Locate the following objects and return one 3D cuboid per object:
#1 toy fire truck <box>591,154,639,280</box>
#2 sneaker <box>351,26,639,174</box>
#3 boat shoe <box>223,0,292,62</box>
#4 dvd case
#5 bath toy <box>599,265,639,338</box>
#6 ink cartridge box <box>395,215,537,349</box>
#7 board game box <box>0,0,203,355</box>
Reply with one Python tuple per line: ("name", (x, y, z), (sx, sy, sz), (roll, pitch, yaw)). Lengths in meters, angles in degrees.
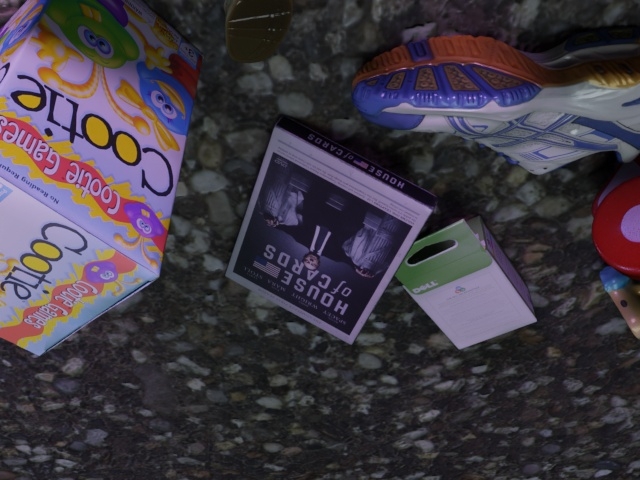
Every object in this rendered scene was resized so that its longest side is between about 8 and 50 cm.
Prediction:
("toy fire truck", (0.415, -0.028, 0.616), (0.169, 0.302, 0.254), (25, 103, -40))
("sneaker", (0.177, -0.111, 0.634), (0.297, 0.111, 0.131), (-1, 136, 1))
("boat shoe", (-0.053, -0.218, 0.573), (0.056, 0.048, 0.153), (-5, 144, -14))
("dvd case", (0.000, 0.000, 0.758), (0.179, 0.029, 0.238), (28, 133, 4))
("bath toy", (0.491, -0.006, 0.749), (0.348, 0.129, 0.151), (-39, 169, 35))
("ink cartridge box", (0.165, 0.039, 0.824), (0.109, 0.062, 0.209), (-25, 130, 24))
("board game box", (-0.205, -0.079, 0.541), (0.144, 0.275, 0.142), (-31, 129, 27))
